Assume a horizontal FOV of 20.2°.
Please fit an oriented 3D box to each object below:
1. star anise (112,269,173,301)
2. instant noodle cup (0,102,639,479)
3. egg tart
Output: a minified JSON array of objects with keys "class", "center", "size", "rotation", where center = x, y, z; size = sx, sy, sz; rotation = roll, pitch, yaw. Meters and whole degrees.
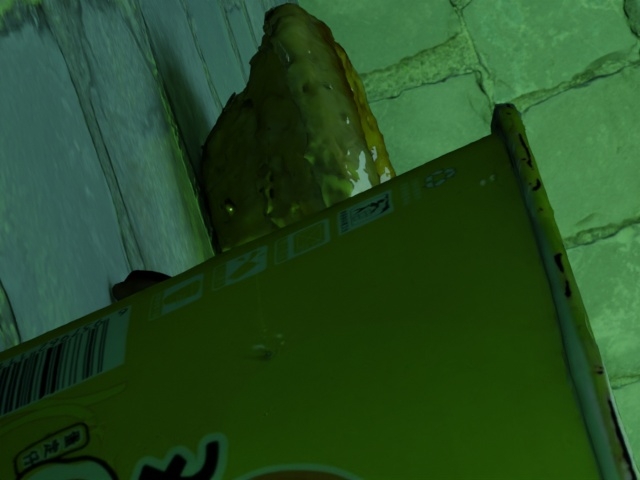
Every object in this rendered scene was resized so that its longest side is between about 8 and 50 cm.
[{"class":"star anise","center":[0.016,0.107,0.837],"size":[0.288,0.088,0.288],"rotation":[39,-2,2]},{"class":"instant noodle cup","center":[0.006,0.110,0.548],"size":[0.264,0.200,0.264],"rotation":[-18,90,-84]},{"class":"egg tart","center":[0.000,-0.001,1.278],"size":[0.341,0.132,0.341],"rotation":[-19,90,-84]}]
